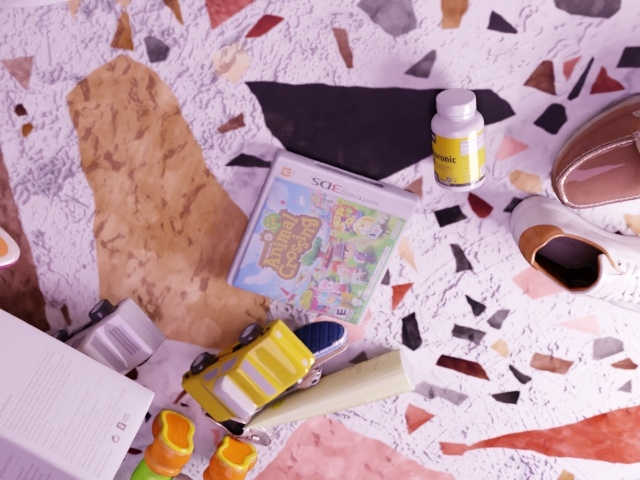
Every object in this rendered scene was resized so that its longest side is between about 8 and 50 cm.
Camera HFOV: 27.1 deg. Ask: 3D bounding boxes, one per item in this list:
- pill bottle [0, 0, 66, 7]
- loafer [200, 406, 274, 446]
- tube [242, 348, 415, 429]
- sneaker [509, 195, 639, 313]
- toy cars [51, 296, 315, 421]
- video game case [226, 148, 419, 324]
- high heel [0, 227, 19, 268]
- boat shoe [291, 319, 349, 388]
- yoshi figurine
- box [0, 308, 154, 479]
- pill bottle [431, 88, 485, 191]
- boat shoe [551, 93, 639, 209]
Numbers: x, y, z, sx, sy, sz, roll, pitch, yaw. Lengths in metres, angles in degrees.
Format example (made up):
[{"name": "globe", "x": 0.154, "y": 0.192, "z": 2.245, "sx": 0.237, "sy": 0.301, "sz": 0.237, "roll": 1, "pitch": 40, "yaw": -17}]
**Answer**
[{"name": "pill bottle", "x": -0.318, "y": -0.440, "z": 1.353, "sx": 0.210, "sy": 0.210, "sz": 0.363, "roll": -1, "pitch": 122, "yaw": 2}, {"name": "loafer", "x": -0.121, "y": 0.264, "z": 1.897, "sx": 0.125, "sy": 0.039, "sz": 0.045, "roll": 36, "pitch": 118, "yaw": -19}, {"name": "tube", "x": 0.010, "y": 0.214, "z": 1.840, "sx": 0.240, "sy": 0.062, "sz": 0.070, "roll": -20, "pitch": 142, "yaw": 11}, {"name": "sneaker", "x": 0.374, "y": 0.050, "z": 1.697, "sx": 0.290, "sy": 0.123, "sz": 0.106, "roll": 21, "pitch": 119, "yaw": -13}, {"name": "toy cars", "x": -0.206, "y": 0.175, "z": 1.776, "sx": 0.394, "sy": 0.087, "sz": 0.176, "roll": 7, "pitch": 124, "yaw": 11}, {"name": "video game case", "x": 0.000, "y": 0.000, "z": 1.734, "sx": 0.193, "sy": 0.023, "sz": 0.212, "roll": 18, "pitch": 122, "yaw": -9}, {"name": "high heel", "x": -0.523, "y": 0.007, "z": 1.742, "sx": 0.244, "sy": 0.082, "sz": 0.117, "roll": 8, "pitch": 156, "yaw": -20}, {"name": "boat shoe", "x": -0.031, "y": 0.166, "z": 1.823, "sx": 0.183, "sy": 0.066, "sz": 0.066, "roll": -22, "pitch": 125, "yaw": 27}, {"name": "yoshi figurine", "x": -0.236, "y": 0.424, "z": 1.958, "sx": 0.203, "sy": 0.203, "sz": 0.362, "roll": 6, "pitch": 116, "yaw": -50}, {"name": "box", "x": -0.428, "y": 0.228, "z": 1.747, "sx": 0.345, "sy": 0.168, "sz": 0.215, "roll": 30, "pitch": 138, "yaw": -6}, {"name": "pill bottle", "x": 0.168, "y": -0.124, "z": 1.624, "sx": 0.065, "sy": 0.065, "sz": 0.116, "roll": -4, "pitch": 122, "yaw": 4}, {"name": "boat shoe", "x": 0.432, "y": -0.115, "z": 1.590, "sx": 0.324, "sy": 0.116, "sz": 0.123, "roll": -24, "pitch": 119, "yaw": 16}]
